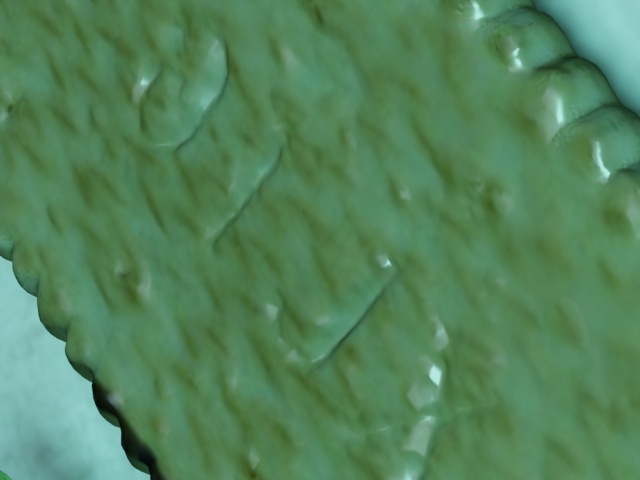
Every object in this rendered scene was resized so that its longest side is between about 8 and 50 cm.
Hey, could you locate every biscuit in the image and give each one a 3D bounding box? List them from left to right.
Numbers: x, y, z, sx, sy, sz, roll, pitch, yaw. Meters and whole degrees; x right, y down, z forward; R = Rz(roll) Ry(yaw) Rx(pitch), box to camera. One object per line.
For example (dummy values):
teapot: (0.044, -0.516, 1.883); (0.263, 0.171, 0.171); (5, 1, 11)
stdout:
biscuit: (0.000, 0.000, 0.585); (0.217, 0.044, 0.325); (-52, 59, 26)

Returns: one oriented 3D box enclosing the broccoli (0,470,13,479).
broccoli: (-0.180, 0.194, 0.607); (0.275, 0.308, 0.308); (-43, 61, 2)
